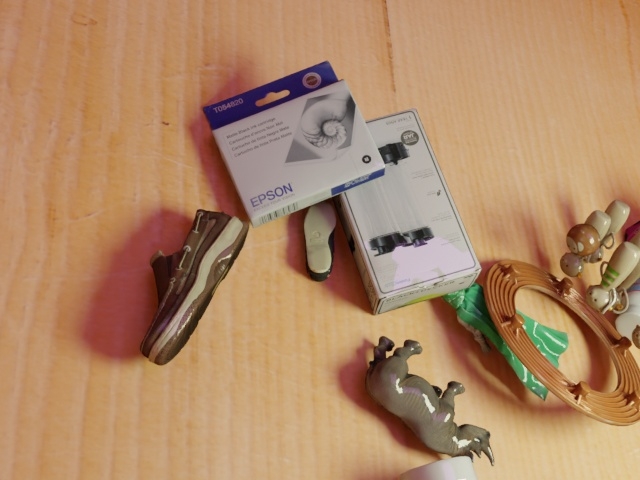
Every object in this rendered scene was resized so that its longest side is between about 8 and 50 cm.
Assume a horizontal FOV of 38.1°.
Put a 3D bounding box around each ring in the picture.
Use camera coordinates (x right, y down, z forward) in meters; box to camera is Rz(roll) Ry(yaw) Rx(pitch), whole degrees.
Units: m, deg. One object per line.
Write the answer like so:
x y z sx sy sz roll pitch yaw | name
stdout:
0.404 0.152 1.497 0.337 0.032 0.336 28 32 -19 | ring

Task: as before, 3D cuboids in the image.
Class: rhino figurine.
0.161 0.247 1.345 0.243 0.073 0.106 43 47 -4 | rhino figurine

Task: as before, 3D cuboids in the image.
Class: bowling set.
0.468 0.042 1.568 0.200 0.154 0.287 14 29 -21 | bowling set

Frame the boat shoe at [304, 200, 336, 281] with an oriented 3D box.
-0.002 0.000 1.415 0.049 0.042 0.133 2 58 -1 | boat shoe

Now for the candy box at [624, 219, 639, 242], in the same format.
0.716 0.023 1.745 0.233 0.159 0.071 27 54 -14 | candy box

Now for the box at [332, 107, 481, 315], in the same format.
0.115 -0.046 1.442 0.169 0.087 0.289 -17 70 -10 | box

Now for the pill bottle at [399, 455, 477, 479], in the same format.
0.183 0.411 1.223 0.131 0.131 0.229 -1 64 -31 | pill bottle

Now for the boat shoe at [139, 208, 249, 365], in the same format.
-0.190 0.055 1.250 0.095 0.095 0.257 26 46 2 | boat shoe

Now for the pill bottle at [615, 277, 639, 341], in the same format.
0.590 0.111 1.667 0.087 0.087 0.160 46 50 1 | pill bottle

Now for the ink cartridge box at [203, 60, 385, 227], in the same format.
-0.044 -0.159 1.410 0.223 0.045 0.224 -23 71 -6 | ink cartridge box

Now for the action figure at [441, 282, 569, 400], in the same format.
0.285 0.140 1.484 0.232 0.063 0.137 38 51 -12 | action figure
